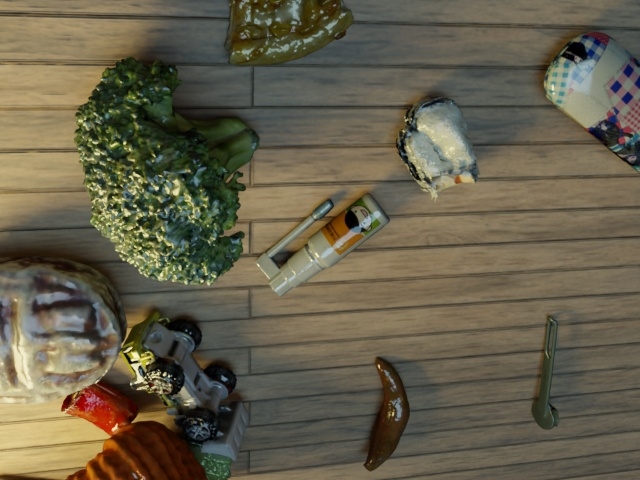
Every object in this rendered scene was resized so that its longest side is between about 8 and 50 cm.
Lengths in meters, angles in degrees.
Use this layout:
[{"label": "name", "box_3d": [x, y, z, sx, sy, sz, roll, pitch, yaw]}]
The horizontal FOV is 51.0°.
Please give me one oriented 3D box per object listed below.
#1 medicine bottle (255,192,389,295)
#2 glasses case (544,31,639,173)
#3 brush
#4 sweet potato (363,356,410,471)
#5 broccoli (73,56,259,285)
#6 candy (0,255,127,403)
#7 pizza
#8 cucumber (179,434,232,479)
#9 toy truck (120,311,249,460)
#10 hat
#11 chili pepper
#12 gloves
[{"label": "medicine bottle", "box_3d": [0.000, 0.000, 1.090, 0.221, 0.061, 0.092, -38, 95, 9]}, {"label": "glasses case", "box_3d": [0.492, -0.207, 1.073, 0.327, 0.076, 0.125, 29, 110, -25]}, {"label": "brush", "box_3d": [0.457, 0.265, 1.339, 0.027, 0.062, 0.266, -14, 117, -22]}, {"label": "sweet potato", "box_3d": [0.133, 0.341, 1.301, 0.078, 0.058, 0.255, 7, 113, 6]}, {"label": "broccoli", "box_3d": [-0.208, -0.093, 0.888, 0.235, 0.260, 0.288, 3, 116, 2]}, {"label": "candy", "box_3d": [-0.437, 0.130, 1.001, 0.290, 0.157, 0.214, 0, 104, -5]}, {"label": "pizza", "box_3d": [-0.044, -0.320, 0.901, 0.182, 0.062, 0.161, -7, 118, -7]}, {"label": "cucumber", "box_3d": [-0.222, 0.418, 1.259, 0.115, 0.062, 0.116, 18, 102, -22]}, {"label": "toy truck", "box_3d": [-0.225, 0.249, 1.131, 0.111, 0.136, 0.286, -17, 120, 21]}, {"label": "hat", "box_3d": [-0.234, 0.488, 1.068, 0.400, 0.285, 0.285, 37, 109, 11]}, {"label": "chili pepper", "box_3d": [-0.374, 0.289, 1.152, 0.123, 0.073, 0.070, 40, 144, -26]}, {"label": "gloves", "box_3d": [0.178, -0.145, 1.041, 0.114, 0.070, 0.153, -23, 114, 10]}]
